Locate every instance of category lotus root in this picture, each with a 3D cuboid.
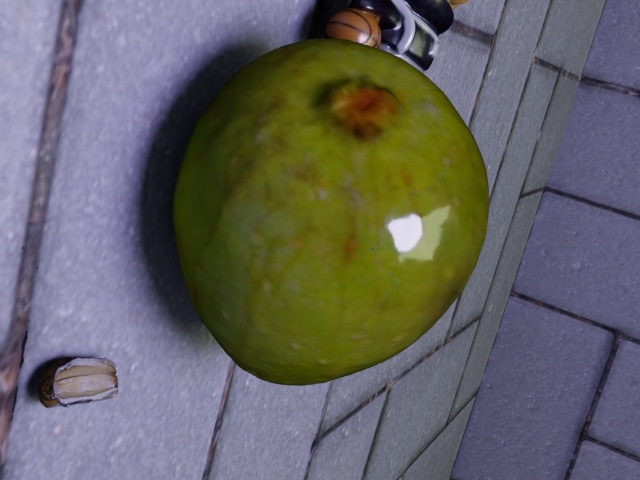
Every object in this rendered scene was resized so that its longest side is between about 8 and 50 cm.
[{"bbox_3d":[-0.192,0.110,0.626,0.083,0.030,0.037,15,64,-70],"label":"lotus root"}]

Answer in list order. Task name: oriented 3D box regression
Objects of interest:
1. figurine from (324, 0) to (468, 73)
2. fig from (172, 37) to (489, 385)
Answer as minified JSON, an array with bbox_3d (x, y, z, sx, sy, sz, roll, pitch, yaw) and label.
[{"bbox_3d":[0.077,-0.237,0.813,0.236,0.133,0.176,-66,160,1],"label":"figurine"},{"bbox_3d":[0.000,0.000,0.694,0.258,0.258,0.326,-46,161,-44],"label":"fig"}]
